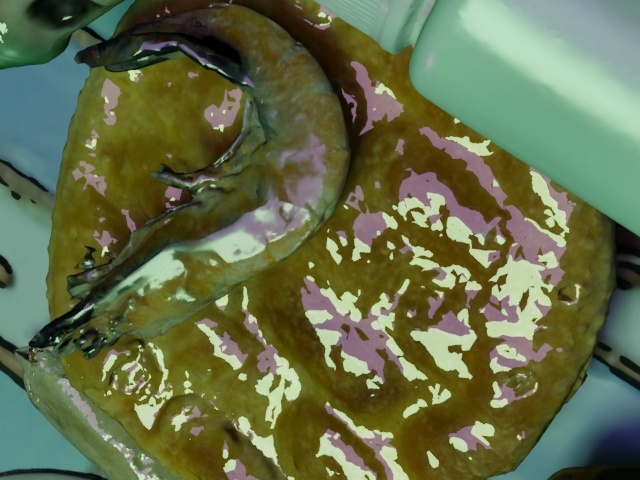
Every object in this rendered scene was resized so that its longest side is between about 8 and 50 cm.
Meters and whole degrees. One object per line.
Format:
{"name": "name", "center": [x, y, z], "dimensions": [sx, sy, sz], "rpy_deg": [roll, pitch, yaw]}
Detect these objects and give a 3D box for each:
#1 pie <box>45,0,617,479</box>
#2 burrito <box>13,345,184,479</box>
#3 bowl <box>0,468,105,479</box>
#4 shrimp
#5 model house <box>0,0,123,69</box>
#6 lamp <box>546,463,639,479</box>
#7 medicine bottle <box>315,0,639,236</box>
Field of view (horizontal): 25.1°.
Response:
{"name": "pie", "center": [0.000, 0.000, 0.781], "dimensions": [0.339, 0.083, 0.340], "rpy_deg": [5, 102, 21]}
{"name": "burrito", "center": [-0.116, 0.125, 0.875], "dimensions": [0.188, 0.045, 0.058], "rpy_deg": [42, 111, 8]}
{"name": "bowl", "center": [-0.186, 0.331, 0.897], "dimensions": [0.345, 0.157, 0.346], "rpy_deg": [5, 105, 21]}
{"name": "shrimp", "center": [-0.089, -0.030, 0.741], "dimensions": [0.219, 0.046, 0.152], "rpy_deg": [-38, 81, 21]}
{"name": "model house", "center": [-0.150, -0.251, 0.683], "dimensions": [0.284, 0.243, 0.298], "rpy_deg": [-29, 78, 35]}
{"name": "lamp", "center": [0.151, 0.217, 0.734], "dimensions": [0.161, 0.161, 0.185], "rpy_deg": [24, 109, 14]}
{"name": "medicine bottle", "center": [0.117, -0.098, 0.624], "dimensions": [0.225, 0.139, 0.139], "rpy_deg": [33, 113, 5]}
